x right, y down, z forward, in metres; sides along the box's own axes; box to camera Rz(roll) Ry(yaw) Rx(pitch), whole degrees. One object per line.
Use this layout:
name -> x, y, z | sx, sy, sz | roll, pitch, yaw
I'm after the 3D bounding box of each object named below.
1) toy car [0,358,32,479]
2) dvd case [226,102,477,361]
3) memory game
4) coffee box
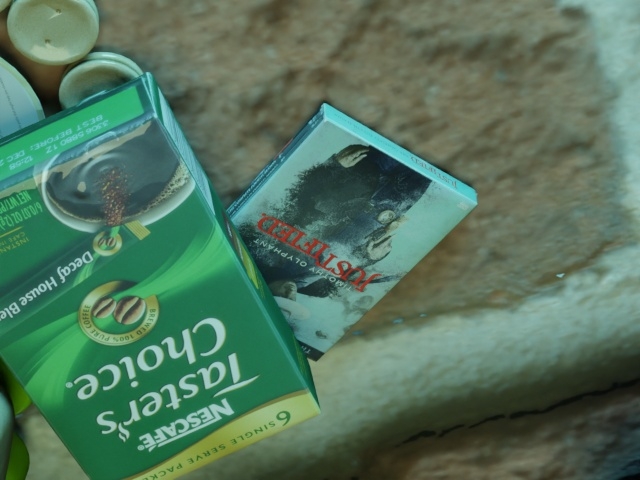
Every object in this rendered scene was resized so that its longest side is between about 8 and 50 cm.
toy car -> -0.236, 0.104, 0.714 | 0.188, 0.155, 0.149 | 16, 129, -2
dvd case -> 0.000, 0.000, 0.720 | 0.087, 0.013, 0.119 | 29, 125, -26
memory game -> -0.161, -0.047, 0.666 | 0.186, 0.012, 0.186 | -3, 132, -3
coffee box -> -0.082, 0.027, 0.691 | 0.113, 0.040, 0.184 | -23, 128, 2
